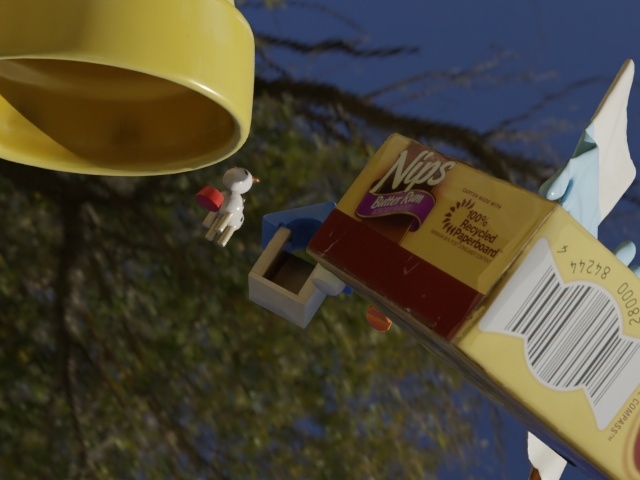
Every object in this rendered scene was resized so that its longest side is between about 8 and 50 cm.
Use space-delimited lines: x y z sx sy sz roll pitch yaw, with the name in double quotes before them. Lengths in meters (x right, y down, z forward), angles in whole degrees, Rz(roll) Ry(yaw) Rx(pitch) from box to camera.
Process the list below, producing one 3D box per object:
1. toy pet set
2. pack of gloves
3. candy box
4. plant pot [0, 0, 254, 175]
"toy pet set" 0.000 0.000 0.989 0.122 0.114 0.065 28 -113 12
"pack of gloves" 0.174 0.023 1.046 0.046 0.195 0.232 7 -153 21
"candy box" 0.093 0.049 0.547 0.053 0.187 0.109 -53 -155 -2
"plant pot" -0.171 -0.201 1.353 0.254 0.254 0.239 -2 -108 22
